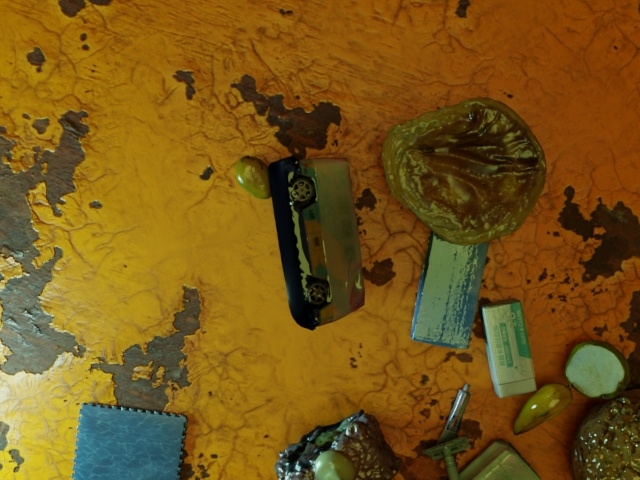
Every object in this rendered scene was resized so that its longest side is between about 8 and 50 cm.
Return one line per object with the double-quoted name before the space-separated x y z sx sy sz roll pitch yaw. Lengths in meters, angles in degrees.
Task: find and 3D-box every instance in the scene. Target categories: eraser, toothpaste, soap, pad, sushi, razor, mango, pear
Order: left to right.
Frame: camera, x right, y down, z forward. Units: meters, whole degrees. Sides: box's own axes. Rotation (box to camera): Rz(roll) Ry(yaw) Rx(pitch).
"pad" -0.470 0.538 1.498 0.270 0.012 0.268 6 93 -2
"mango" -0.153 -0.147 1.441 0.079 0.057 0.114 -36 99 -10
"sushi" 0.041 0.510 1.400 0.270 0.236 0.170 -29 85 4
"eraser" 0.313 0.098 1.470 0.144 0.042 0.311 10 93 -2
"toothpaste" 0.331 0.430 1.497 0.045 0.028 0.169 19 95 -9
"razor" 0.319 0.579 1.412 0.106 0.231 0.068 -28 138 19
"soap" 0.398 0.616 1.476 0.261 0.094 0.150 -43 93 1
"eraser" 0.450 0.257 1.476 0.096 0.052 0.224 -11 93 -3
"mango" 0.529 0.402 1.465 0.187 0.101 0.066 -55 51 25
"pear" 0.659 0.309 1.458 0.141 0.104 0.140 -8 73 28

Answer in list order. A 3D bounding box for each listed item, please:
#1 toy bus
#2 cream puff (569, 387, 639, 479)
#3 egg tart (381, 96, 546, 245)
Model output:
"toy bus" 0.000 0.000 1.389 0.163 0.171 0.385 -10 94 -20
"cream puff" 0.752 0.519 1.403 0.327 0.231 0.343 39 87 2
"egg tart" 0.330 -0.149 1.397 0.352 0.153 0.339 -27 90 -2
